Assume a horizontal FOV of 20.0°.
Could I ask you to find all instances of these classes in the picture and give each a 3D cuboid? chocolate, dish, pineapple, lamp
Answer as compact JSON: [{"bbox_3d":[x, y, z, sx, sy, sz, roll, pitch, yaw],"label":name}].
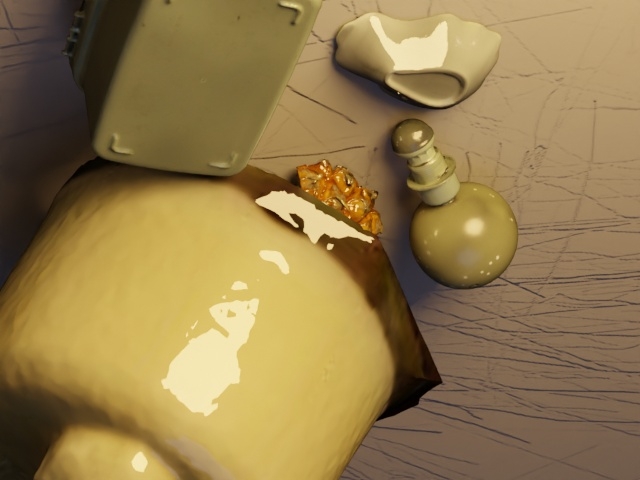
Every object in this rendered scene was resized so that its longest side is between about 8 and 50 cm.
[{"bbox_3d":[-0.119,0.129,1.379,0.314,0.297,0.326,10,149,27],"label":"chocolate"},{"bbox_3d":[0.075,-0.131,1.388,0.137,0.039,0.091,12,136,-28],"label":"dish"},{"bbox_3d":[0.000,0.000,1.489,0.077,0.114,0.114,-11,141,29],"label":"pineapple"},{"bbox_3d":[0.101,-0.035,1.488,0.091,0.091,0.163,-23,124,14],"label":"lamp"}]

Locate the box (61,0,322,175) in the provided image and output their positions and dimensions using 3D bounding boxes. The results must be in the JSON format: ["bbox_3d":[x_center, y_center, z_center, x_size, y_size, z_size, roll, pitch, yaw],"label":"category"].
[{"bbox_3d":[-0.088,-0.153,1.248,0.148,0.129,0.210,7,138,-20],"label":"box"}]
